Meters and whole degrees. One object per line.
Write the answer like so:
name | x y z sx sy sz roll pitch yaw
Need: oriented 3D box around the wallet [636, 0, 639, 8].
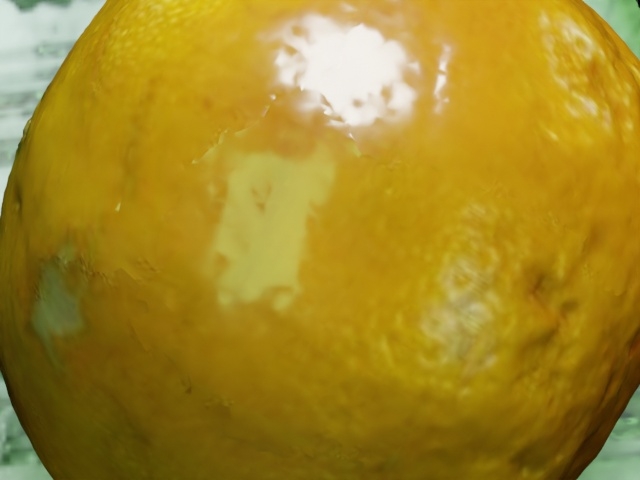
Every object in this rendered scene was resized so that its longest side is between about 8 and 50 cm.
wallet | 0.258 -0.089 0.686 0.262 0.071 0.221 -26 74 22

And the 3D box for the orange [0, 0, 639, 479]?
orange | 0.000 0.000 0.666 0.261 0.261 0.261 -2 85 17
